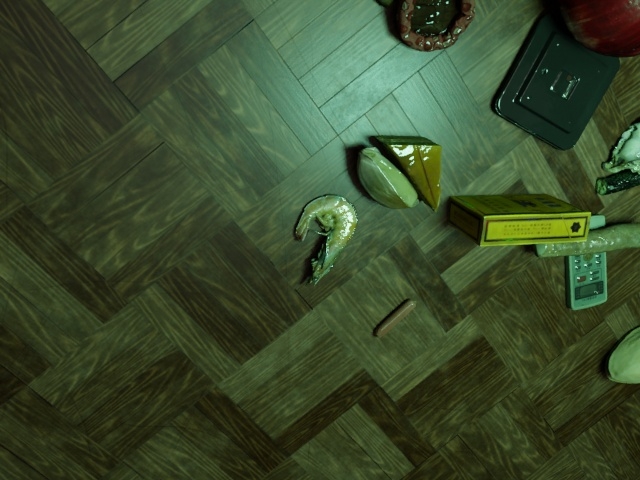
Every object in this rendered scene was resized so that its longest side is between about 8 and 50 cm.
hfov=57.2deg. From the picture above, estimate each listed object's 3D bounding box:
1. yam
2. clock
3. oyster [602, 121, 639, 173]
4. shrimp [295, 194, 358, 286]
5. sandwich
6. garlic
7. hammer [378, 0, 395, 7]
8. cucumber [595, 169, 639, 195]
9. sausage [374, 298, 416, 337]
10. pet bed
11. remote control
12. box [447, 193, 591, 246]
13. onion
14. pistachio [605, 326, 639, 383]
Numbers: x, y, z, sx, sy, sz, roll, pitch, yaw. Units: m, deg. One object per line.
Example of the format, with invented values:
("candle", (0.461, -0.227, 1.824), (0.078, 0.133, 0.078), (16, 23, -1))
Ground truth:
("yam", (0.764, -0.002, 1.642), (0.356, 0.081, 0.081), (-5, 110, -8))
("clock", (0.613, -0.401, 1.513), (0.273, 0.049, 0.279), (22, 102, -19))
("oyster", (0.869, -0.244, 1.603), (0.191, 0.163, 0.081), (-14, 156, 29))
("shrimp", (0.000, -0.001, 1.505), (0.143, 0.052, 0.251), (23, 94, -9))
("sandwich", (0.214, -0.164, 1.461), (0.144, 0.117, 0.187), (-6, 112, -9))
("garlic", (0.152, -0.152, 1.457), (0.195, 0.101, 0.087), (48, 62, -15))
("hammer", (0.289, -0.666, 1.322), (0.409, 0.095, 0.242), (-37, 113, 3))
("cucumber", (0.869, -0.173, 1.651), (0.187, 0.058, 0.058), (-19, 112, -6))
("sausage", (0.209, 0.216, 1.636), (0.147, 0.030, 0.035), (-45, 114, 4))
("pet bed", (0.263, -0.526, 1.347), (0.201, 0.053, 0.201), (-10, 140, -8))
("remote control", (0.778, 0.064, 1.719), (0.123, 0.038, 0.285), (-12, 111, -9))
("box", (0.510, -0.057, 1.528), (0.301, 0.193, 0.084), (-2, 110, -13))
("onion", (0.695, -0.598, 1.322), (0.341, 0.341, 0.341), (-4, 110, -12))
("pistachio", (0.996, 0.361, 1.823), (0.229, 0.157, 0.157), (-37, 113, 7))
